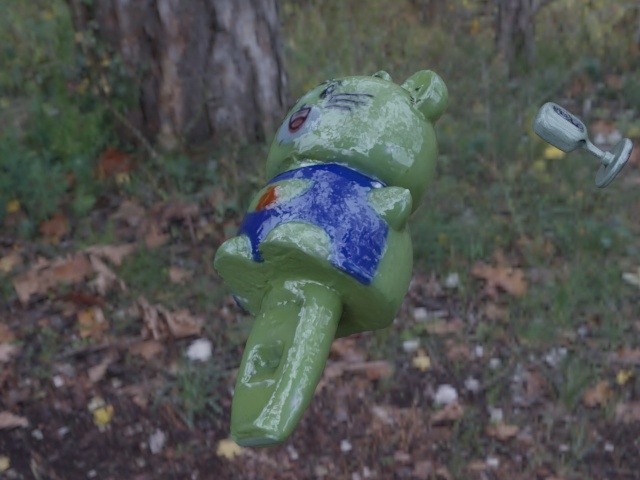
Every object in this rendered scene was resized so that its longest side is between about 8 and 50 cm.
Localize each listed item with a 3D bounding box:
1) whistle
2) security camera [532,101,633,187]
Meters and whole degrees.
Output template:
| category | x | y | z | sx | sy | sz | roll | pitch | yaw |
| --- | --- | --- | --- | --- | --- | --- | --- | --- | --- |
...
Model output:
| category | x | y | z | sx | sy | sz | roll | pitch | yaw |
| --- | --- | --- | --- | --- | --- | --- | --- | --- | --- |
| whistle | 0.000 | 0.000 | 0.669 | 0.105 | 0.085 | 0.227 | -14 | 45 | 44 |
| security camera | 0.245 | -0.097 | 1.263 | 0.092 | 0.058 | 0.058 | 33 | 51 | -5 |
